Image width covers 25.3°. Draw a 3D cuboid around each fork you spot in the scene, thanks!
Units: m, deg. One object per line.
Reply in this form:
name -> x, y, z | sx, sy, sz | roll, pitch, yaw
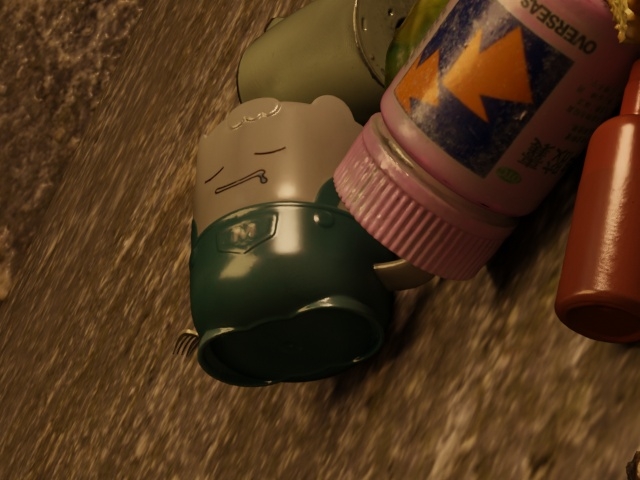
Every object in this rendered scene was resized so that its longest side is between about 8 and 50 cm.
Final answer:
fork -> -0.142, 0.118, 1.895 | 0.219, 0.034, 0.028 | -29, 49, 56

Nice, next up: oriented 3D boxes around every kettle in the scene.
kettle -> 0.025, -0.176, 1.640 | 0.255, 0.165, 0.240 | -16, 76, 48

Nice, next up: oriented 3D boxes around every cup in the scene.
cup -> 0.000, 0.000, 1.495 | 0.289, 0.219, 0.258 | -15, 49, 19

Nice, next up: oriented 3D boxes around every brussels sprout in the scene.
brussels sprout -> 0.139, -0.182, 1.457 | 0.161, 0.144, 0.181 | 53, -134, -76

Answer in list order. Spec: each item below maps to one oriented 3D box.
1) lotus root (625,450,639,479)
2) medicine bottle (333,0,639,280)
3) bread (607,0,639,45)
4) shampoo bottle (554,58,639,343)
lotus root -> 0.261, 0.143, 0.831 | 0.138, 0.138, 0.214 | -66, 21, -6
medicine bottle -> 0.157, -0.123, 1.286 | 0.291, 0.178, 0.178 | -53, 24, 23
bread -> 0.302, -0.293, 1.115 | 0.340, 0.179, 0.194 | -93, 3, -50
shampoo bottle -> 0.246, -0.041, 1.128 | 0.085, 0.085, 0.244 | -26, 41, 57
